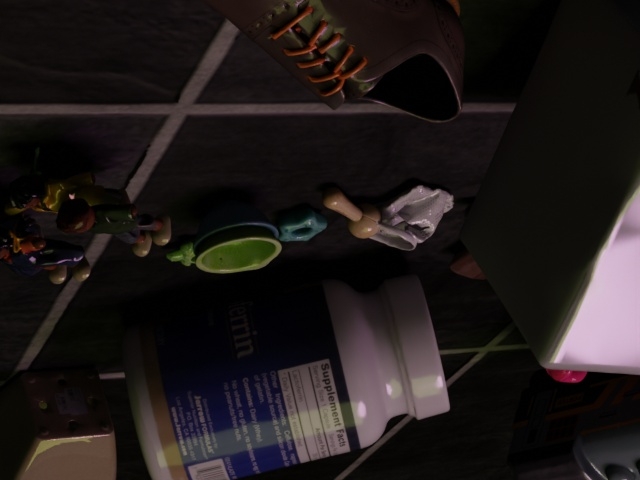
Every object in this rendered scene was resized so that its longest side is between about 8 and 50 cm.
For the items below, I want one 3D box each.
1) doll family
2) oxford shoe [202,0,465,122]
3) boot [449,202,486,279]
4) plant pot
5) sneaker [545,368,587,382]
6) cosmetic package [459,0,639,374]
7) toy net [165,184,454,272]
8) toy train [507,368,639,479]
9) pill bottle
[{"bbox_3d":[-0.204,-0.013,1.273,0.193,0.076,0.111,-24,160,30],"label":"doll family"},{"bbox_3d":[0.002,-0.138,1.061,0.097,0.098,0.271,-30,152,34],"label":"oxford shoe"},{"bbox_3d":[0.137,0.003,1.554,0.106,0.037,0.114,5,156,-33],"label":"boot"},{"bbox_3d":[-0.242,0.175,1.657,0.109,0.109,0.096,-3,143,-25],"label":"plant pot"},{"bbox_3d":[0.323,0.034,1.627,0.299,0.112,0.121,-25,155,25],"label":"sneaker"},{"bbox_3d":[0.356,-0.028,1.274,0.453,0.161,0.230,7,122,-26],"label":"cosmetic package"},{"bbox_3d":[0.000,0.000,1.451,0.232,0.045,0.122,-4,155,-22],"label":"toy net"},{"bbox_3d":[0.326,0.152,1.724,0.334,0.190,0.142,-19,129,43],"label":"toy train"},{"bbox_3d":[-0.029,0.119,1.572,0.264,0.153,0.153,-13,157,-1],"label":"pill bottle"}]
